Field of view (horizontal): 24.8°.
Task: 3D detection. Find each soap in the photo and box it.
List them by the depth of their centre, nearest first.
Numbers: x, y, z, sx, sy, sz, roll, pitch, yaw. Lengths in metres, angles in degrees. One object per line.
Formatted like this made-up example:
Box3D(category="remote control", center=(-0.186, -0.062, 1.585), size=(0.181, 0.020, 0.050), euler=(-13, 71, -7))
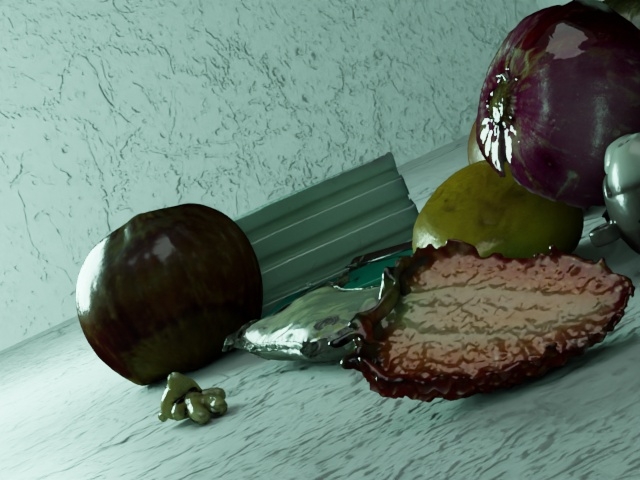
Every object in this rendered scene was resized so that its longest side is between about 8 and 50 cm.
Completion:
Box3D(category="soap", center=(0.000, 0.000, 1.948), size=(0.261, 0.150, 0.094), euler=(-23, 0, -6))

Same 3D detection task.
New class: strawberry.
Box3D(category="strawberry", center=(0.127, 0.079, 1.106), size=(0.208, 0.087, 0.167), euler=(9, 42, 27))

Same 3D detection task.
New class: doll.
Box3D(category="doll", center=(0.352, -0.062, 1.273), size=(0.257, 0.117, 0.182), euler=(-21, 2, 4))
Box3D(category="doll", center=(-0.125, 0.167, 1.462), size=(0.061, 0.051, 0.093), euler=(-24, 35, -28))

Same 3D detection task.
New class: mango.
Box3D(category="mango", center=(0.178, -0.009, 1.477), size=(0.176, 0.119, 0.317), euler=(-13, 12, 12))

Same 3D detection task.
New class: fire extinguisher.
Box3D(category="fire extinguisher", center=(0.101, 0.025, 1.828), size=(0.064, 0.043, 0.158), euler=(17, -23, -36))

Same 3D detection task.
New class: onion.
Box3D(category="onion", center=(0.248, -0.141, 1.417), size=(0.201, 0.200, 0.207), euler=(-20, 19, 22))

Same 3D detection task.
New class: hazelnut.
Box3D(category="hazelnut", center=(-0.187, 0.061, 1.812), size=(0.234, 0.218, 0.218), euler=(-22, 5, -15))

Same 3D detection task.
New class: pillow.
Box3D(category="pillow", center=(0.008, 0.090, 1.508), size=(0.169, 0.059, 0.255), euler=(-25, 7, -21))

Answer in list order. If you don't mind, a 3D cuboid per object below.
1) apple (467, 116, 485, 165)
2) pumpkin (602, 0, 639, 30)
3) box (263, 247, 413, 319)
Box3D(category="apple", center=(0.272, -0.112, 1.788), size=(0.181, 0.181, 0.168), euler=(-24, 10, -12))
Box3D(category="pumpkin", center=(0.446, -0.166, 1.669), size=(0.325, 0.242, 0.232), euler=(-21, 33, -37))
Box3D(category="box", center=(0.049, 0.060, 1.709), size=(0.226, 0.042, 0.161), euler=(-21, 6, 13))
